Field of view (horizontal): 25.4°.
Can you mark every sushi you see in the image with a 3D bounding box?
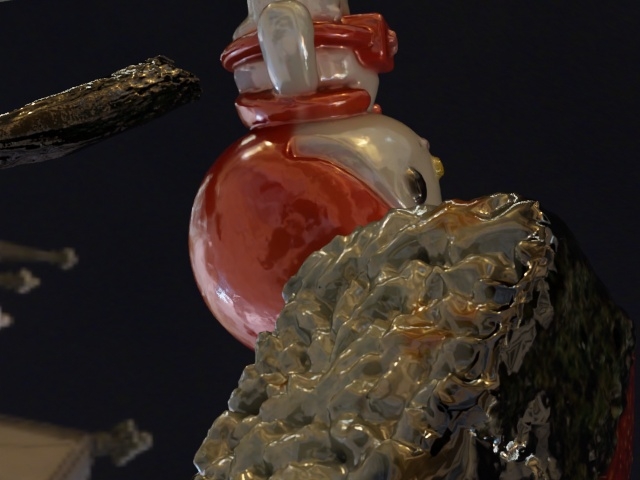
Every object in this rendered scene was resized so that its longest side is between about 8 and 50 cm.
[{"bbox_3d":[0.032,0.091,0.532,0.136,0.126,0.225,4,-135,45],"label":"sushi"}]

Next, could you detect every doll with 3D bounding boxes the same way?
[{"bbox_3d":[0.000,0.000,0.717,0.130,0.161,0.290,-5,-93,6],"label":"doll"}]

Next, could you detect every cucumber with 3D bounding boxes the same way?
[{"bbox_3d":[-0.124,-0.065,0.755,0.034,0.135,0.033,32,-43,36],"label":"cucumber"}]
